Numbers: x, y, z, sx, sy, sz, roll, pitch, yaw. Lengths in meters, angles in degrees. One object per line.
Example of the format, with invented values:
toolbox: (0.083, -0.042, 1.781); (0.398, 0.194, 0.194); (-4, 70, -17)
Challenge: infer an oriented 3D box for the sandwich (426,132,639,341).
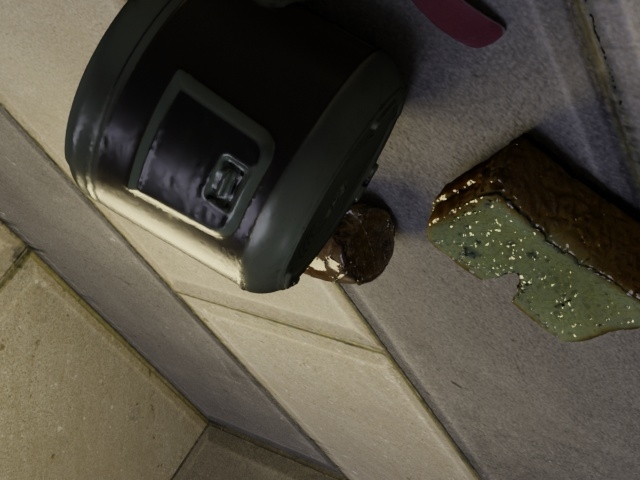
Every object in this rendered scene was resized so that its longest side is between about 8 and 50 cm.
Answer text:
sandwich: (0.272, 0.008, 1.133); (0.273, 0.095, 0.249); (36, 160, -6)

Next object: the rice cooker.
rice cooker: (-0.104, -0.137, 1.062); (0.325, 0.335, 0.335); (32, 157, 7)

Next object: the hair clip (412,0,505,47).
hair clip: (0.123, -0.239, 0.932); (0.137, 0.022, 0.054); (40, 153, -14)

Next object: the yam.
yam: (0.000, -0.002, 1.436); (0.238, 0.129, 0.128); (7, 110, 46)
